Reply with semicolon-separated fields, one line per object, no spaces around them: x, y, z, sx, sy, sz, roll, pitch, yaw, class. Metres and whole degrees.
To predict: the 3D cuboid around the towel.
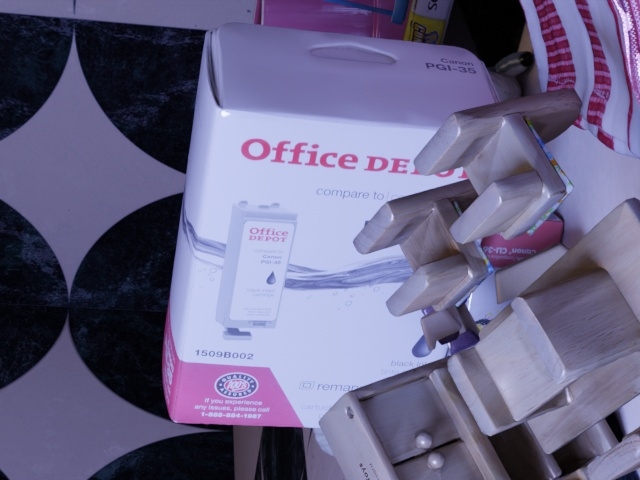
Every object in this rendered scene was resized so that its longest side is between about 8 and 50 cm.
0.130;-0.165;0.673;0.329;0.037;0.237;-90;-21;-77;towel

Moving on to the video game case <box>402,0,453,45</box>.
0.106;-0.238;1.110;0.275;0.035;0.248;-75;-3;-47;video game case

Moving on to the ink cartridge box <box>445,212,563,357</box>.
0.126;0.060;0.938;0.115;0.067;0.198;-114;29;-70;ink cartridge box

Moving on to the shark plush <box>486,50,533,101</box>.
0.127;-0.132;1.008;0.161;0.067;0.073;-113;27;-71;shark plush

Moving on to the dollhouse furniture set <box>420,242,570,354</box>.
0.135;0.060;0.798;0.081;0.114;0.091;64;-170;-2;dollhouse furniture set

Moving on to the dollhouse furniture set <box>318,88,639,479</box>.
0.130;0.068;0.637;0.212;0.161;0.242;62;145;19;dollhouse furniture set

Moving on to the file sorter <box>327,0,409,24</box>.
0.047;-0.302;1.078;0.118;0.104;0.170;-73;-5;-62;file sorter

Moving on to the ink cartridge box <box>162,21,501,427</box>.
0.000;0.000;0.884;0.117;0.207;0.283;-100;18;-52;ink cartridge box

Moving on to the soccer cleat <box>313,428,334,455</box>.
0.034;0.224;1.490;0.196;0.068;0.076;107;161;-47;soccer cleat

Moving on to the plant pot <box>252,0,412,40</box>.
0.011;-0.237;1.437;0.201;0.180;0.201;-176;90;-81;plant pot
